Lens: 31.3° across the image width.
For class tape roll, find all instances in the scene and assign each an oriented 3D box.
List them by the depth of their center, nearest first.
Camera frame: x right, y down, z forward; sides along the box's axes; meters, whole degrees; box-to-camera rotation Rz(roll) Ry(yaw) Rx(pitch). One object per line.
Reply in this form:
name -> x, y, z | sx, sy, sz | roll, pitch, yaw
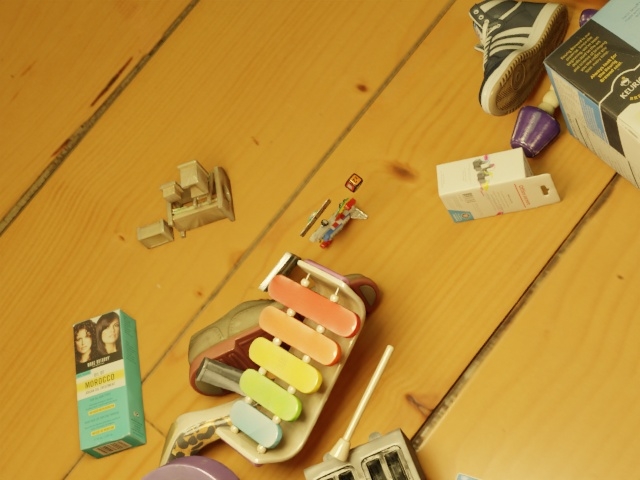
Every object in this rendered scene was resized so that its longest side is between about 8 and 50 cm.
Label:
tape roll -> -0.207, 0.436, 1.786 | 0.189, 0.080, 0.189 | 0, 89, 12

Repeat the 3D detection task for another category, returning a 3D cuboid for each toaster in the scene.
toaster -> 0.079, 0.391, 1.702 | 0.168, 0.110, 0.185 | -24, 57, 4

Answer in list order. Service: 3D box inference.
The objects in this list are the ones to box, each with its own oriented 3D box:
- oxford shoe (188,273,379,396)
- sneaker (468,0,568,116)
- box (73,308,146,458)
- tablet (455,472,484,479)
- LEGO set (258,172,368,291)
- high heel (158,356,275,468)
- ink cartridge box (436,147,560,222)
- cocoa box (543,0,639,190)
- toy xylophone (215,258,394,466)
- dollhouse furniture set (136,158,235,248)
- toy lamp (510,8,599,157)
oxford shoe -> -0.073, 0.127, 1.912 | 0.348, 0.123, 0.130 | -25, 42, 3
sneaker -> 0.301, -0.320, 1.961 | 0.153, 0.099, 0.282 | 18, 52, 29
box -> -0.373, 0.250, 2.012 | 0.100, 0.060, 0.244 | -19, 59, 13
tablet -> 0.218, 0.394, 1.711 | 0.054, 0.006, 0.083 | 13, 71, 28
LEGO set -> 0.000, 0.000, 1.912 | 0.060, 0.182, 0.244 | 38, 90, 7
high heel -> -0.153, 0.330, 1.879 | 0.093, 0.186, 0.261 | -101, 35, -68
ink cartridge box -> 0.292, -0.092, 1.870 | 0.181, 0.104, 0.061 | -11, 61, 18
cocoa box -> 0.561, -0.273, 1.768 | 0.347, 0.231, 0.228 | -42, 55, -1
toy xylophone -> -0.020, 0.197, 1.736 | 0.236, 0.081, 0.322 | 15, 82, 45
dollhouse furniture set -> -0.275, -0.087, 2.083 | 0.182, 0.161, 0.101 | -18, 59, 14
toy lamp -> 0.407, -0.261, 1.924 | 0.080, 0.080, 0.274 | 27, 77, 32
